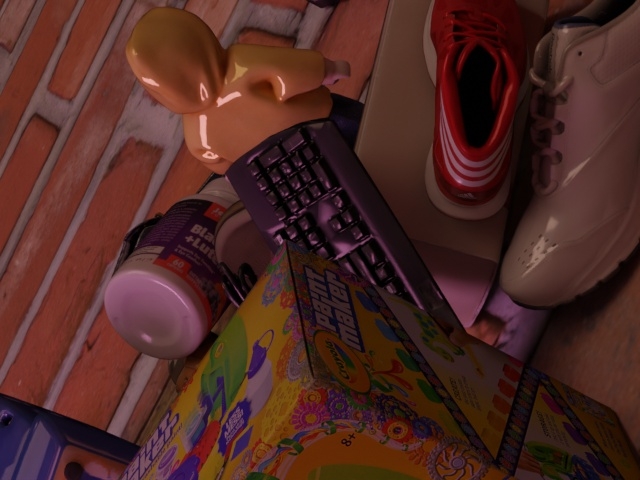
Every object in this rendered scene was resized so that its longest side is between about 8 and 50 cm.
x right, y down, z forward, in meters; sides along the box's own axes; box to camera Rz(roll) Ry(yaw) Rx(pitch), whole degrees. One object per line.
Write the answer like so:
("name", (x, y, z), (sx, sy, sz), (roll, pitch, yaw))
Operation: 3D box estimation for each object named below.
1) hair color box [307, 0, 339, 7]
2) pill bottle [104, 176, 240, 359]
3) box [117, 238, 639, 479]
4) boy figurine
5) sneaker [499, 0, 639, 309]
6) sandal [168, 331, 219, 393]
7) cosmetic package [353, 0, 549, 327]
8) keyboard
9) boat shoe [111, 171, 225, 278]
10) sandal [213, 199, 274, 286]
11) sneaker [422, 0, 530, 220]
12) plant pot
("hair color box", (-0.084, -0.371, 1.859), (0.174, 0.347, 0.105), (-15, 54, 59))
("pill bottle", (-0.124, 0.021, 1.809), (0.108, 0.108, 0.193), (-40, 10, 41))
("box", (0.022, 0.206, 1.197), (0.290, 0.279, 0.177), (-55, 21, 20))
("boy figurine", (-0.056, -0.117, 1.652), (0.177, 0.285, 0.092), (-47, 31, 40))
("sneaker", (0.197, -0.092, 1.325), (0.297, 0.129, 0.111), (-64, 27, 4))
("sandal", (-0.114, 0.123, 1.804), (0.090, 0.060, 0.219), (-65, 25, 0))
("cosmetic package", (0.098, -0.100, 1.467), (0.153, 0.129, 0.296), (104, 180, -68))
("keyboard", (0.022, 0.074, 1.362), (0.033, 0.317, 0.201), (-30, -2, -43))
("boat shoe", (-0.153, -0.014, 1.976), (0.183, 0.083, 0.065), (-62, 25, 5))
("sandal", (-0.001, -0.001, 1.645), (0.302, 0.120, 0.086), (-24, 61, 54))
("sneaker", (0.122, -0.136, 1.329), (0.128, 0.087, 0.221), (101, 170, -62))
("plant pot", (-0.247, 0.282, 1.729), (0.212, 0.236, 0.236), (-1, 67, 55))
